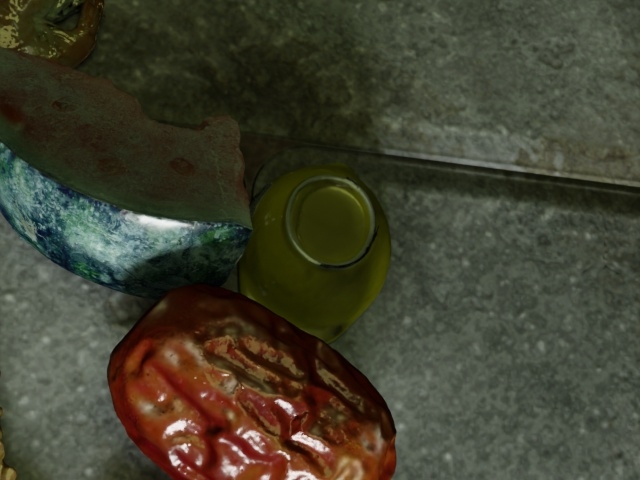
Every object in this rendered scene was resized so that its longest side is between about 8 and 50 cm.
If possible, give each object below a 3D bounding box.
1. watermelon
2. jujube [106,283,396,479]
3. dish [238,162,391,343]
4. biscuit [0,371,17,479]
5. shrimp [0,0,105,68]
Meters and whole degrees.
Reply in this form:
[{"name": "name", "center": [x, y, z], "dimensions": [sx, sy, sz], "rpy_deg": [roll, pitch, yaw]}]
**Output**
[{"name": "watermelon", "center": [-0.188, -0.059, 1.252], "dimensions": [0.318, 0.148, 0.226], "rpy_deg": [35, 45, 16]}, {"name": "jujube", "center": [-0.057, 0.146, 1.155], "dimensions": [0.250, 0.174, 0.174], "rpy_deg": [38, 63, -6]}, {"name": "dish", "center": [0.000, 0.000, 1.284], "dimensions": [0.148, 0.080, 0.208], "rpy_deg": [20, 62, -6]}, {"name": "biscuit", "center": [-0.329, 0.174, 1.141], "dimensions": [0.183, 0.047, 0.320], "rpy_deg": [-35, 81, -22]}, {"name": "shrimp", "center": [-0.245, -0.224, 1.333], "dimensions": [0.099, 0.041, 0.180], "rpy_deg": [43, 63, 4]}]
